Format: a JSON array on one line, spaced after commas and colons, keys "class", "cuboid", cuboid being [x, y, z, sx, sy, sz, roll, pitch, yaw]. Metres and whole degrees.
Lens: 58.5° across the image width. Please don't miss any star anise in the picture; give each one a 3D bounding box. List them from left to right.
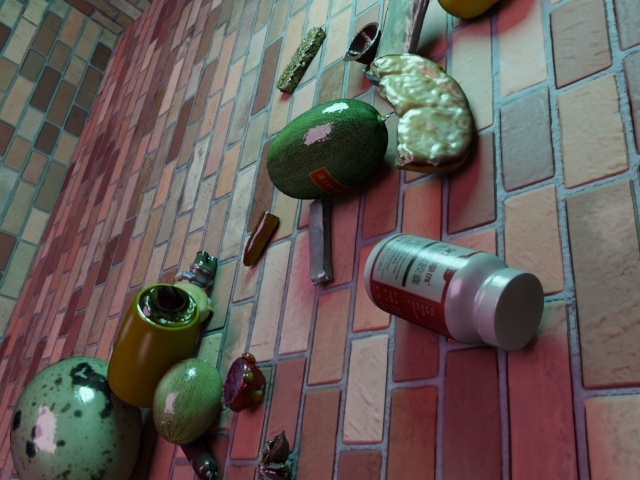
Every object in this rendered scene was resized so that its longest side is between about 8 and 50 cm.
[{"class": "star anise", "cuboid": [-0.080, 0.407, 0.985, 0.124, 0.056, 0.129, 123, 148, -51]}]

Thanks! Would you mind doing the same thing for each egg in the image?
[{"class": "egg", "cuboid": [-0.566, 0.451, 1.336, 0.287, 0.287, 0.379, -38, 48, 27]}]

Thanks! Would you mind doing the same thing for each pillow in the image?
[{"class": "pillow", "cuboid": [0.173, -0.440, 1.193, 0.169, 0.059, 0.255, 41, 118, 62]}]

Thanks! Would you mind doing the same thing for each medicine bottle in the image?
[{"class": "medicine bottle", "cuboid": [0.183, 0.070, 0.829, 0.250, 0.131, 0.131, 16, 80, 54]}]

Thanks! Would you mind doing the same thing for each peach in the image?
[{"class": "peach", "cuboid": [0.304, -0.515, 1.099, 0.179, 0.103, 0.179, -35, 40, 36]}]

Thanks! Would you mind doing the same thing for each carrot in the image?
[{"class": "carrot", "cuboid": [-0.147, -0.003, 1.342, 0.048, 0.048, 0.139, 30, 92, 54]}]

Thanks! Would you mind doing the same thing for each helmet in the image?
[{"class": "helmet", "cuboid": [0.109, -0.439, 1.317, 0.111, 0.057, 0.089, -56, 39, -2]}]

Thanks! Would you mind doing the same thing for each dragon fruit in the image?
[{"class": "dragon fruit", "cuboid": [-0.148, 0.286, 1.139, 0.126, 0.068, 0.112, -56, 24, 27]}]

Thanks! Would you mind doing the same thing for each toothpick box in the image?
[{"class": "toothpick box", "cuboid": [-0.367, 0.229, 1.278, 0.271, 0.175, 0.175, -64, 31, 33]}]

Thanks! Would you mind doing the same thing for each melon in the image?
[{"class": "melon", "cuboid": [-0.274, 0.327, 1.195, 0.139, 0.139, 0.192, -24, 35, 39]}, {"class": "melon", "cuboid": [0.019, -0.184, 1.149, 0.287, 0.182, 0.182, -24, 50, 34]}]

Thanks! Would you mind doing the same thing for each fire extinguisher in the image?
[{"class": "fire extinguisher", "cuboid": [-0.247, 0.444, 1.165, 0.158, 0.043, 0.064, 27, 118, 54]}]

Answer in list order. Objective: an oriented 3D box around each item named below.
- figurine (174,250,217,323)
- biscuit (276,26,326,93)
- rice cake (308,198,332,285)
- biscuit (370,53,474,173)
[{"class": "figurine", "cuboid": [-0.317, 0.118, 1.415, 0.108, 0.114, 0.196, -25, 42, 39]}, {"class": "biscuit", "cuboid": [-0.053, -0.494, 1.564, 0.064, 0.034, 0.199, 32, 93, 53]}, {"class": "rice cake", "cuboid": [0.000, 0.000, 1.174, 0.043, 0.034, 0.211, -23, 49, 29]}, {"class": "biscuit", "cuboid": [0.189, -0.243, 1.047, 0.154, 0.045, 0.299, -11, 58, 5]}]
